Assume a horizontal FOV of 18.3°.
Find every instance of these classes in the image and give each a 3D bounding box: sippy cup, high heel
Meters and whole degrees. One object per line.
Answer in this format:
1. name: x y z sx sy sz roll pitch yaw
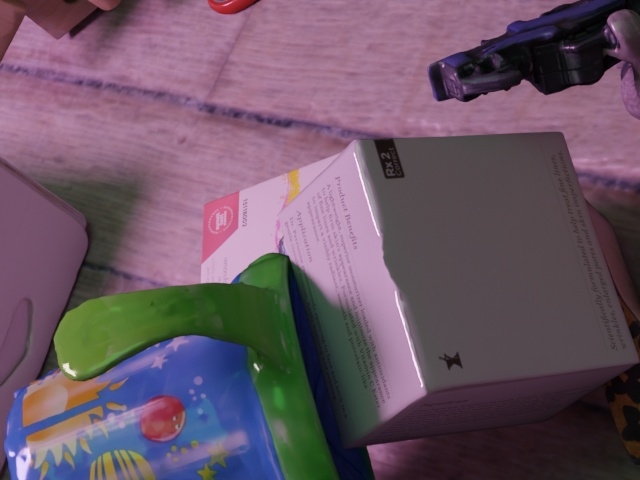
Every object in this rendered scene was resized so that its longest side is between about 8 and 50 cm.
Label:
1. sippy cup: -0.092 0.151 1.392 0.224 0.305 0.240 -18 17 5
2. high heel: 0.170 0.056 1.441 0.261 0.093 0.186 7 76 43

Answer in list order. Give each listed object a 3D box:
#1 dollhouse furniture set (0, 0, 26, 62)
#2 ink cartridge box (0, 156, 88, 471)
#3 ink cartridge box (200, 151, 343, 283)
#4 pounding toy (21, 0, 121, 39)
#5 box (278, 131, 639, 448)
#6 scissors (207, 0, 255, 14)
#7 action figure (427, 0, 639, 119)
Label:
1. dollhouse furniture set: -0.464 -0.303 1.937 0.394 0.256 0.362 -59 38 24
2. ink cartridge box: -0.444 0.066 1.847 0.395 0.166 0.285 2 65 38
3. ink cartridge box: 0.000 0.000 1.615 0.198 0.067 0.115 -20 52 27
4. pounding toy: -0.218 -0.281 1.942 0.181 0.094 0.206 -36 47 15
5. box: 0.092 0.031 1.351 0.119 0.182 0.181 -41 60 52
6. scissors: 0.007 -0.321 1.850 0.297 0.021 0.109 -34 45 14
7. action figure: 0.258 -0.092 1.368 0.341 0.178 0.330 -19 36 -8
